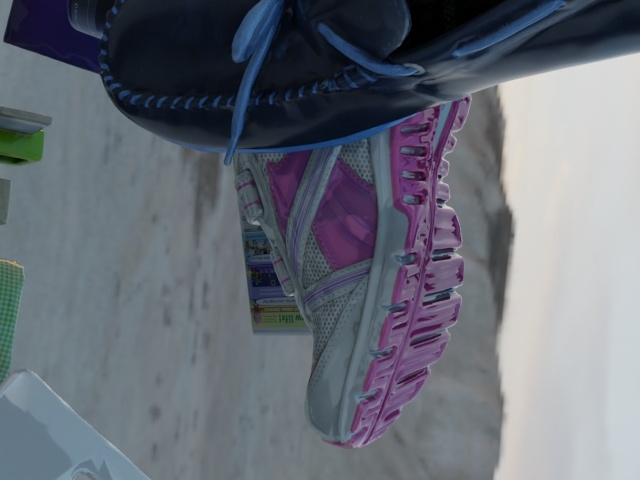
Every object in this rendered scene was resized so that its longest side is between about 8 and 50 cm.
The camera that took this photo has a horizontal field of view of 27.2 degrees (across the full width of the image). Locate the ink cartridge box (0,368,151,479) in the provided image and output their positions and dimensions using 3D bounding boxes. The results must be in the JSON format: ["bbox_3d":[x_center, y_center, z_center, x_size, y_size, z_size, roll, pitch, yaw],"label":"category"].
[{"bbox_3d":[-0.185,0.250,0.629,0.119,0.207,0.353,-36,-166,36],"label":"ink cartridge box"}]

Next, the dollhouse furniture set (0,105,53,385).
[{"bbox_3d":[-0.382,0.008,1.359,0.151,0.198,0.301,-13,-110,58],"label":"dollhouse furniture set"}]

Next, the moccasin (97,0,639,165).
[{"bbox_3d":[0.039,-0.128,0.561,0.117,0.342,0.137,23,56,-60],"label":"moccasin"}]

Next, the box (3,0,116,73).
[{"bbox_3d":[-0.090,-0.235,0.919,0.103,0.184,0.261,-24,131,-75],"label":"box"}]

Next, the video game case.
[{"bbox_3d":[0.000,0.000,1.337,0.023,0.212,0.193,-9,94,-47],"label":"video game case"}]

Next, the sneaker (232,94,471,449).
[{"bbox_3d":[0.012,-0.019,0.694,0.103,0.111,0.252,15,80,-65],"label":"sneaker"}]
